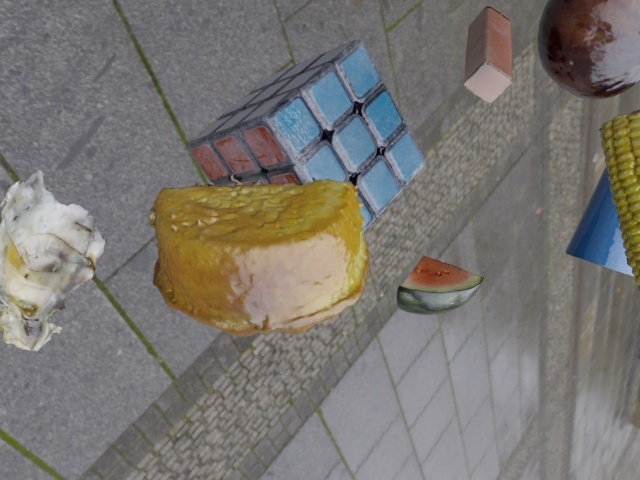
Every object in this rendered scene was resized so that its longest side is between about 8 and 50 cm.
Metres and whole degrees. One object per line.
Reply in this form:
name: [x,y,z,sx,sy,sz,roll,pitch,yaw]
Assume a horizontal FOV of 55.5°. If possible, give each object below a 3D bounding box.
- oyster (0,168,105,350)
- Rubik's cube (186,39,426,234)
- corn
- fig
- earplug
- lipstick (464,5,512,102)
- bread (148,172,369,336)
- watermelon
oyster: [-0.513,0.029,1.113,0.271,0.100,0.275,-42,103,-42]
Rubik's cube: [-0.026,-0.179,1.241,0.301,0.304,0.305,-48,118,-29]
corn: [0.379,-0.008,0.631,0.123,0.122,0.305,6,70,-65]
fig: [0.483,-0.350,1.021,0.235,0.235,0.214,8,58,-53]
earplug: [0.581,-0.080,1.156,0.132,0.132,0.272,9,102,-53]
lipstick: [0.209,-0.234,0.754,0.045,0.045,0.145,30,45,-15]
bread: [-0.063,0.017,0.602,0.139,0.229,0.143,-90,177,-60]
watermelon: [0.241,0.123,1.326,0.193,0.137,0.145,-2,127,-13]
